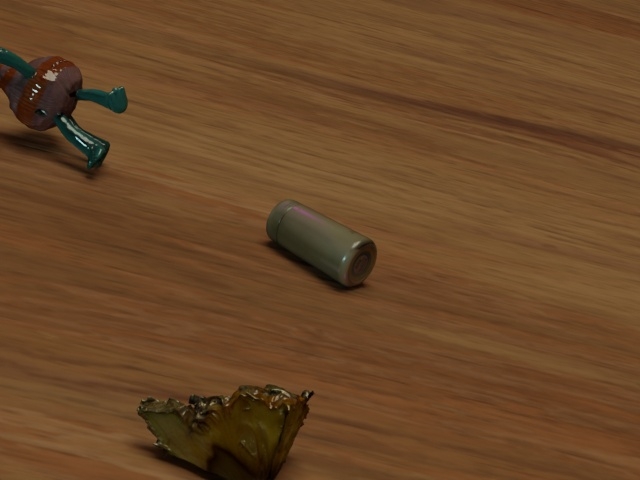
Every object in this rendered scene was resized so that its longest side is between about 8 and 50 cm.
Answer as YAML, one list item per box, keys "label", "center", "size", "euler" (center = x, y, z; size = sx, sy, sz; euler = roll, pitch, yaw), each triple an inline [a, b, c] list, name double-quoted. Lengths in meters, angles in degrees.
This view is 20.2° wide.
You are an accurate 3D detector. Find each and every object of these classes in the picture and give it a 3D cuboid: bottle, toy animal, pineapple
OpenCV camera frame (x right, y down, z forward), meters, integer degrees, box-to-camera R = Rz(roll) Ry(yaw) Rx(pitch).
- label: "bottle"
  center: [0.000, 0.000, 1.520]
  size: [0.096, 0.045, 0.045]
  euler: [31, 25, 33]
- label: "toy animal"
  center: [-0.273, -0.134, 1.573]
  size: [0.208, 0.103, 0.100]
  euler: [21, 65, 3]
- label: "pineapple"
  center: [-0.064, 0.128, 1.164]
  size: [0.114, 0.077, 0.114]
  euler: [7, -13, 4]
